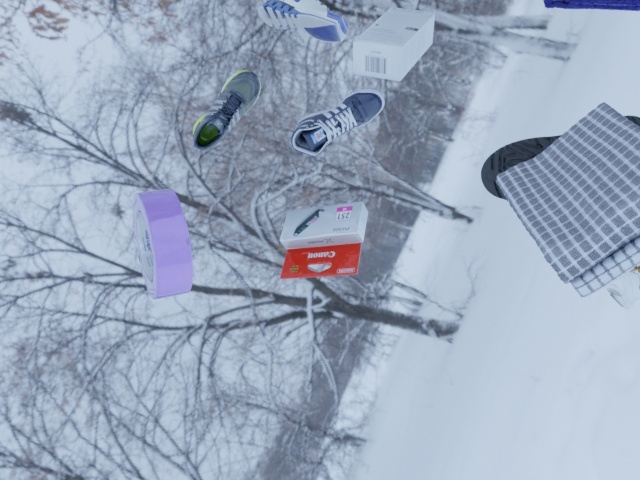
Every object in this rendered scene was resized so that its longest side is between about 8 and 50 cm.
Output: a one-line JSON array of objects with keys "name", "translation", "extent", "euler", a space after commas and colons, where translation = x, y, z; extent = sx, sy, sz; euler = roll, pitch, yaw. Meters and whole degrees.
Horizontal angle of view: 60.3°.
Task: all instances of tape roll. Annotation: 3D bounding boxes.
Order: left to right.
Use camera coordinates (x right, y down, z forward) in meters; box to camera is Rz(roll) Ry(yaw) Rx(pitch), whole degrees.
[{"name": "tape roll", "translation": [-0.407, 0.009, 1.406], "extent": [0.090, 0.274, 0.274], "euler": [-11, -43, -26]}]

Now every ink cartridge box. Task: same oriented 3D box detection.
[{"name": "ink cartridge box", "translation": [0.000, 0.000, 1.743], "extent": [0.060, 0.275, 0.238], "euler": [56, -142, -46]}]

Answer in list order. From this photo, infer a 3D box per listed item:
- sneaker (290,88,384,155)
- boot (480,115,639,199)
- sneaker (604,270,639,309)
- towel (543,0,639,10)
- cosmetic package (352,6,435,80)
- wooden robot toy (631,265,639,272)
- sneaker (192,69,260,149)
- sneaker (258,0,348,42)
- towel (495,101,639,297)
[{"name": "sneaker", "translation": [0.043, -0.328, 1.553], "extent": [0.099, 0.282, 0.153], "euler": [60, -151, -24]}, {"name": "boot", "translation": [0.552, -0.175, 1.235], "extent": [0.260, 0.348, 0.131], "euler": [-17, -85, -65]}, {"name": "sneaker", "translation": [0.907, 0.105, 1.680], "extent": [0.115, 0.232, 0.090], "euler": [-45, 22, 16]}, {"name": "towel", "translation": [0.610, -0.595, 1.092], "extent": [0.076, 0.228, 0.308], "euler": [30, -91, -41]}, {"name": "cosmetic package", "translation": [0.171, -0.454, 1.261], "extent": [0.085, 0.118, 0.231], "euler": [86, -152, -42]}, {"name": "wooden robot toy", "translation": [0.842, 0.073, 1.449], "extent": [0.079, 0.076, 0.173], "euler": [-21, 34, 35]}, {"name": "sneaker", "translation": [-0.284, -0.380, 1.660], "extent": [0.300, 0.111, 0.121], "euler": [-47, 24, 23]}, {"name": "sneaker", "translation": [-0.043, -0.810, 1.883], "extent": [0.182, 0.316, 0.127], "euler": [-65, -17, -11]}, {"name": "towel", "translation": [0.432, -0.078, 0.880], "extent": [0.235, 0.121, 0.283], "euler": [-44, 29, 22]}]
